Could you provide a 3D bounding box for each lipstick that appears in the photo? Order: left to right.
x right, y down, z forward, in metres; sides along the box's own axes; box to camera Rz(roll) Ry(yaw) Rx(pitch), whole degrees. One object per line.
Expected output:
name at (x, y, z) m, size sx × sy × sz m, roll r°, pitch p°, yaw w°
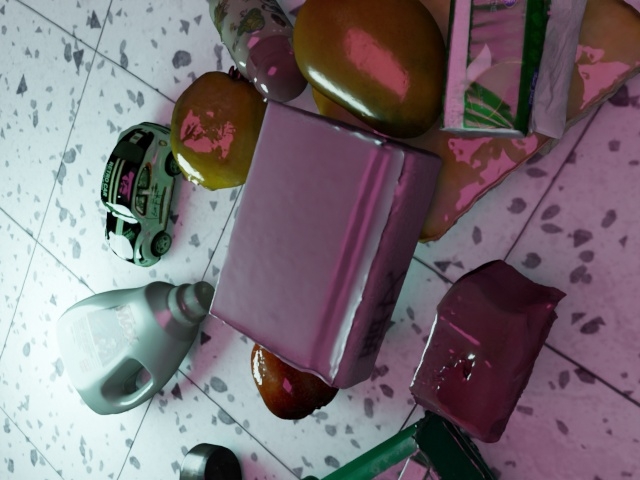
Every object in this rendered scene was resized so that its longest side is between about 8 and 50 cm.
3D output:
lipstick at (0.107, 0.356, 0.819) m, size 0.030 × 0.030 × 0.129 m, roll 25°, pitch 88°, yaw 21°

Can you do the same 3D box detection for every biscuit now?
biscuit at (0.188, -0.255, 0.919) m, size 0.446 × 0.104 × 0.429 m, roll 47°, pitch 114°, yaw 15°

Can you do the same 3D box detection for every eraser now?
eraser at (0.000, 0.000, 0.925) m, size 0.272 × 0.122 × 0.359 m, roll 24°, pitch 105°, yaw 29°

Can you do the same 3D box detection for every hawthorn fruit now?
hawthorn fruit at (-0.049, 0.216, 1.074) m, size 0.169 × 0.169 × 0.188 m, roll -45°, pitch 63°, yaw 26°

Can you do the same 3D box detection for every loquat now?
loquat at (-0.172, -0.203, 1.094) m, size 0.187 × 0.176 × 0.234 m, roll 13°, pitch 90°, yaw -11°

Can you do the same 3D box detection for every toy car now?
toy car at (-0.381, -0.091, 1.254) m, size 0.136 × 0.125 × 0.306 m, roll 21°, pitch 104°, yaw 26°

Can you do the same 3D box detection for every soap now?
soap at (0.224, 0.144, 0.809) m, size 0.127 × 0.325 × 0.220 m, roll 22°, pitch 108°, yaw 23°

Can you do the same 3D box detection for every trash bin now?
trash bin at (0.080, 0.454, 0.955) m, size 0.381 × 0.295 × 0.259 m, roll -44°, pitch 74°, yaw 20°

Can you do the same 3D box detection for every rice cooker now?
rice cooker at (-0.222, 0.492, 1.224) m, size 0.106 × 0.112 × 0.165 m, roll 6°, pitch 95°, yaw 35°

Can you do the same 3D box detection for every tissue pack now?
tissue pack at (0.239, -0.234, 0.756) m, size 0.156 × 0.148 × 0.209 m, roll 7°, pitch 97°, yaw 23°

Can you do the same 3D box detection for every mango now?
mango at (0.076, -0.259, 0.838) m, size 0.254 × 0.139 × 0.176 m, roll 38°, pitch 115°, yaw 20°

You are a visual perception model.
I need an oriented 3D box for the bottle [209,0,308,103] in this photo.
bottle at (-0.097, -0.335, 1.027) m, size 0.120 × 0.120 × 0.253 m, roll -47°, pitch 53°, yaw 25°

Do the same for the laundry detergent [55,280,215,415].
laundry detergent at (-0.371, 0.202, 1.281) m, size 0.397 × 0.124 × 0.264 m, roll -26°, pitch 81°, yaw 27°
